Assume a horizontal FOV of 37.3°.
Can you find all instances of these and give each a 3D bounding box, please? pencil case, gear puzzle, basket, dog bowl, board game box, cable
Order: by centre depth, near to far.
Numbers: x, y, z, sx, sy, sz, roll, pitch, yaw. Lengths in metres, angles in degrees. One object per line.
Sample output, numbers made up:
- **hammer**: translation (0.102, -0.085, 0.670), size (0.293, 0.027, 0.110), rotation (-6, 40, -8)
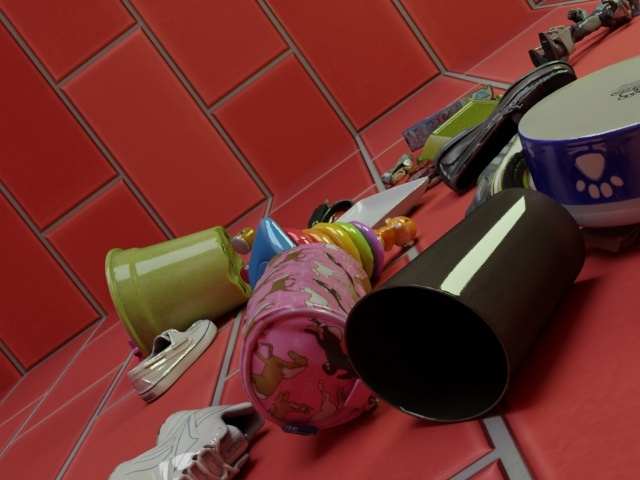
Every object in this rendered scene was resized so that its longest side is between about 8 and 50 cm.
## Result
- **basket**: translation (0.162, 0.054, 0.967), size (0.227, 0.154, 0.204), rotation (-40, 7, -39)
- **dog bowl**: translation (0.358, -0.121, 1.047), size (0.264, 0.104, 0.265), rotation (-22, 17, 7)
- **pencil case**: translation (-0.008, 0.109, 1.218), size (0.160, 0.167, 0.386), rotation (-14, 12, 3)
- **gear puzzle**: translation (0.257, -0.188, 2.054), size (0.175, 0.044, 0.339), rotation (-33, 10, 17)
- **cable**: translation (0.000, 0.000, 2.120), size (0.139, 0.072, 0.287), rotation (-9, 36, 33)
- **board game box**: translation (0.322, -0.296, 2.245), size (0.194, 0.060, 0.194), rotation (-30, 4, -28)

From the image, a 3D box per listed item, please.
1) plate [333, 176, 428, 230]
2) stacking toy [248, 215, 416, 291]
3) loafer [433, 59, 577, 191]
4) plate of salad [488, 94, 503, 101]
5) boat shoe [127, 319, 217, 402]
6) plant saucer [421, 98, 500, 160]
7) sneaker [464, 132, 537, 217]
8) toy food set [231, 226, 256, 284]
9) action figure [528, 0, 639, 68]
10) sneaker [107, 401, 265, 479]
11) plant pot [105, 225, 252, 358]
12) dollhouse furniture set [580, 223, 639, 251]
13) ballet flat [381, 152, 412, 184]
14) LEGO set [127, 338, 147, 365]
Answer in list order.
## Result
- **plate**: translation (0.067, -0.011, 1.885), size (0.277, 0.045, 0.278), rotation (-40, 10, -27)
- **stacking toy**: translation (0.041, 0.024, 1.561), size (0.301, 0.175, 0.166), rotation (-24, -33, -33)
- **loafer**: translation (0.340, -0.193, 1.693), size (0.302, 0.109, 0.095), rotation (-39, 31, 16)
- **plate of salad**: translation (0.396, -0.297, 2.056), size (0.199, 0.048, 0.200), rotation (-33, 10, 7)
- **boat shoe**: translation (-0.300, 0.222, 1.940), size (0.095, 0.084, 0.258), rotation (-31, 12, 32)
- **plant saucer**: translation (0.309, -0.222, 1.867), size (0.188, 0.045, 0.188), rotation (-39, 28, -20)
- **sneaker**: translation (0.293, -0.108, 1.389), size (0.121, 0.111, 0.300), rotation (-33, 8, 44)
- **toy food set**: translation (-0.077, 0.073, 1.672), size (0.104, 0.232, 0.111), rotation (-44, -29, -37)
- **action figure**: translation (0.599, -0.483, 2.113), size (0.285, 0.099, 0.185), rotation (-36, 4, -15)
- **sneaker**: translation (-0.161, 0.277, 1.157), size (0.129, 0.111, 0.297), rotation (-26, 14, 22)
- **plant pot**: translation (-0.300, 0.096, 2.116), size (0.253, 0.276, 0.276), rotation (-24, 11, 7)
- **dollhouse furniture set**: translation (0.313, -0.007, 1.080), size (0.076, 0.059, 0.151), rotation (-33, 27, -23)
- **ballet flat**: translation (0.190, -0.165, 2.222), size (0.114, 0.041, 0.041), rotation (-42, 11, -29)
- **LEGO set**: translation (-0.385, 0.199, 2.314), size (0.087, 0.093, 0.227), rotation (-31, 11, 29)
